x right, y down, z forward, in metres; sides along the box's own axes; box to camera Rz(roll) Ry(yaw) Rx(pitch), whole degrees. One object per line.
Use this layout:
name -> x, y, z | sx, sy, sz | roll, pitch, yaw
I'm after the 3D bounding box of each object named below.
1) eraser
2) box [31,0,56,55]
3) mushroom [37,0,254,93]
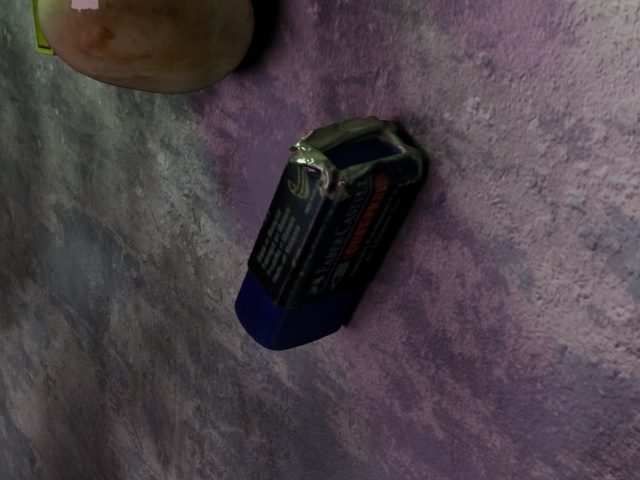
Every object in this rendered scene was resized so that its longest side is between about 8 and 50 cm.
eraser -> 0.000, 0.000, 1.327 | 0.101, 0.155, 0.332 | 52, 139, 28
box -> -0.313, -0.357, 1.584 | 0.064, 0.220, 0.141 | 19, 118, 51
mushroom -> -0.228, -0.351, 1.440 | 0.292, 0.292, 0.290 | -16, 67, 55
